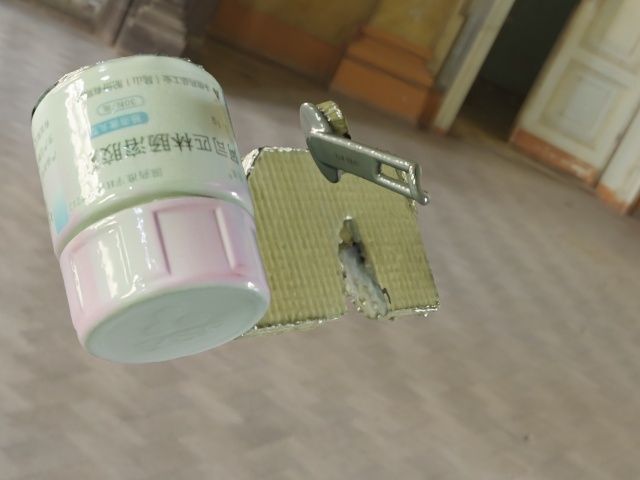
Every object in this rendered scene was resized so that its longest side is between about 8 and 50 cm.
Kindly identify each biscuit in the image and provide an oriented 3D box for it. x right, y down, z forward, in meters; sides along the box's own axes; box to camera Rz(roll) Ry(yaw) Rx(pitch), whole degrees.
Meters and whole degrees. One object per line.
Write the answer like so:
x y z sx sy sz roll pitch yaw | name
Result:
0.000 0.000 1.003 0.250 0.046 0.147 -4 74 -53 | biscuit

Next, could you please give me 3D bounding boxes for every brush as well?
0.030 -0.053 0.823 0.027 0.062 0.266 -22 15 -9 | brush

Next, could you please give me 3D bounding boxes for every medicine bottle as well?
-0.110 -0.019 0.828 0.135 0.135 0.168 9 58 -45 | medicine bottle
